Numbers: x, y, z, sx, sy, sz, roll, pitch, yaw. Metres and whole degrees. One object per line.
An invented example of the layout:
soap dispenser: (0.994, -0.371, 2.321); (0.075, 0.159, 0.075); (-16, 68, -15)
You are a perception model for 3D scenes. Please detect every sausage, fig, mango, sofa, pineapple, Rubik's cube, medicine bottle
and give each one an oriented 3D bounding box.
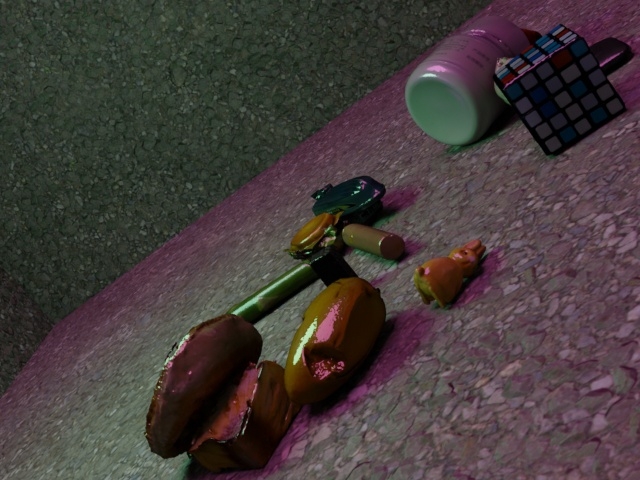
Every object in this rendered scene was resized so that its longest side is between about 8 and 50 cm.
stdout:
sausage: (0.115, 0.001, 1.913); (0.066, 0.066, 0.301); (-40, 15, -6)
fig: (0.562, -0.530, 2.358); (0.128, 0.128, 0.150); (-22, 50, 47)
mango: (0.021, 0.176, 1.498); (0.167, 0.130, 0.262); (-32, 20, 44)
sofa: (0.034, 0.071, 1.789); (0.060, 0.118, 0.039); (-31, 19, 23)
pineapple: (-0.130, 0.325, 1.484); (0.236, 0.114, 0.186); (-49, 15, -1)
Rubik's cube: (0.484, -0.310, 1.736); (0.187, 0.184, 0.182); (-33, 15, 15)
medicine bottle: (0.386, -0.415, 2.165); (0.302, 0.241, 0.241); (-47, 17, -29)

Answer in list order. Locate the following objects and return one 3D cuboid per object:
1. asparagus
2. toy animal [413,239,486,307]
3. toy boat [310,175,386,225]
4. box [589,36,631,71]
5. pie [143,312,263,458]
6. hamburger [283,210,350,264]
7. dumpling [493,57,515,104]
asparagus: (-0.119, 0.132, 2.083); (0.278, 0.060, 0.067); (-35, 5, 10)
toy animal: (0.238, 0.043, 1.485); (0.159, 0.083, 0.070); (-35, 20, -23)
toy boat: (0.086, -0.100, 2.167); (0.114, 0.122, 0.296); (-46, 15, -22)
box: (0.622, -0.411, 1.989); (0.201, 0.042, 0.212); (-36, 14, 17)
pie: (-0.220, 0.280, 1.599); (0.315, 0.092, 0.315); (-52, -19, -26)
hamburger: (0.000, 0.001, 2.127); (0.164, 0.093, 0.189); (-44, 14, -14)
dumpling: (0.480, -0.362, 1.994); (0.118, 0.136, 0.199); (-42, 35, 29)
